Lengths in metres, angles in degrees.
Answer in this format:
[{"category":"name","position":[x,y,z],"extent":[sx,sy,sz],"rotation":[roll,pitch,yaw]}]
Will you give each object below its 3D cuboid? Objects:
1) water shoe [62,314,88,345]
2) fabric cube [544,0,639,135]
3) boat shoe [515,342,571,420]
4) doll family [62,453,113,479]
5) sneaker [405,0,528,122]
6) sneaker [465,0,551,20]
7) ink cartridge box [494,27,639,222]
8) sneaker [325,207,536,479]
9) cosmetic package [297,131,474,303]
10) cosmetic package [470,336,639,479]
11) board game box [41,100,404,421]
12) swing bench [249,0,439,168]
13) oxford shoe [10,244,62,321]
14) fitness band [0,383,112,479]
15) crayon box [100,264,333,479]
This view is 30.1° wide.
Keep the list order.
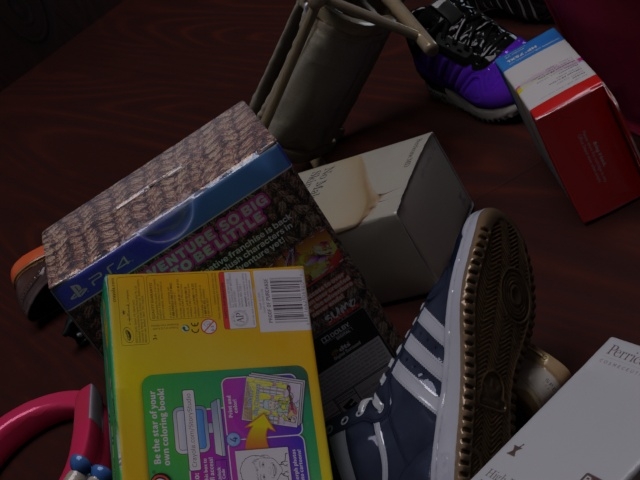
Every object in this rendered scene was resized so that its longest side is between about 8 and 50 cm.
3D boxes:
[{"category":"water shoe","position":[-0.253,0.099,1.524],"extent":[0.203,0.073,0.080],"rotation":[-10,55,46]},{"category":"fabric cube","position":[0.397,-0.263,1.201],"extent":[0.258,0.254,0.259],"rotation":[-36,27,-2]},{"category":"boat shoe","position":[0.163,0.097,1.058],"extent":[0.059,0.063,0.170],"rotation":[-33,35,-8]},{"category":"doll family","position":[-0.168,0.303,1.035],"extent":[0.263,0.118,0.163],"rotation":[7,37,28]},{"category":"sneaker","position":[0.189,-0.246,1.521],"extent":[0.102,0.146,0.293],"rotation":[-38,26,-13]},{"category":"sneaker","position":[0.305,-0.403,1.721],"extent":[0.162,0.106,0.281],"rotation":[-36,25,-14]},{"category":"ink cartridge box","position":[0.262,-0.114,1.223],"extent":[0.078,0.134,0.231],"rotation":[-27,26,9]},{"category":"sneaker","position":[0.086,0.111,0.988],"extent":[0.153,0.099,0.282],"rotation":[-12,59,42]},{"category":"cosmetic package","position":[0.000,0.000,1.345],"extent":[0.309,0.113,0.160],"rotation":[-16,30,32]},{"category":"cosmetic package","position":[0.189,0.181,0.850],"extent":[0.231,0.085,0.117],"rotation":[-43,28,-18]},{"category":"board game box","position":[-0.081,0.062,1.119],"extent":[0.232,0.291,0.141],"rotation":[-33,26,-2]},{"category":"swing bench","position":[0.011,-0.214,1.521],"extent":[0.255,0.165,0.253],"rotation":[-95,28,-60]},{"category":"oxford shoe","position":[-0.315,0.026,1.700],"extent":[0.271,0.097,0.098],"rotation":[-33,45,9]},{"category":"fitness band","position":[-0.325,0.265,1.319],"extent":[0.209,0.054,0.291],"rotation":[-31,25,9]},{"category":"crayon box","position":[-0.082,0.163,0.941],"extent":[0.165,0.279,0.081],"rotation":[-2,-23,-14]}]
